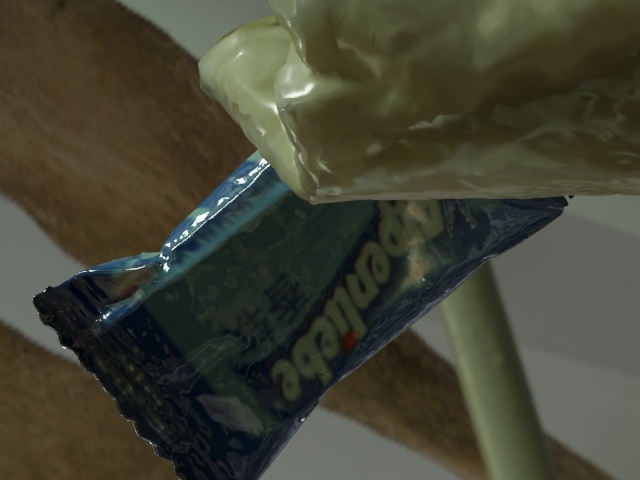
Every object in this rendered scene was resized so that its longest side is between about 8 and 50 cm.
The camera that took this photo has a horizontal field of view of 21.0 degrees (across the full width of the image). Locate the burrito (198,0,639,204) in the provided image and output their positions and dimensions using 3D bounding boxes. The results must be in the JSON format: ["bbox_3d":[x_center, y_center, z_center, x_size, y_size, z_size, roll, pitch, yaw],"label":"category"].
[{"bbox_3d":[0.125,-0.074,0.342,0.332,0.135,0.190,2,-52,5],"label":"burrito"}]

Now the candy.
[{"bbox_3d":[0.000,0.000,1.083,0.331,0.077,0.187,-42,-79,-7],"label":"candy"}]
